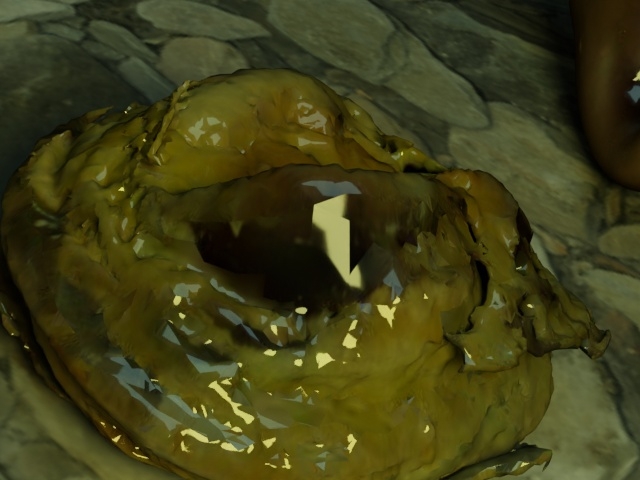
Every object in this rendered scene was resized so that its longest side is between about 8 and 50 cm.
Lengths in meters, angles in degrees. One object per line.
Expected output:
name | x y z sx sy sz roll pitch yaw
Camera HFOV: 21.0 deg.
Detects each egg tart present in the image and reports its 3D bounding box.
egg tart | 0.000 0.000 0.790 0.297 0.132 0.297 16 33 -11

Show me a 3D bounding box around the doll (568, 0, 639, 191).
doll | 0.308 -0.130 1.013 0.339 0.209 0.318 14 42 -13
